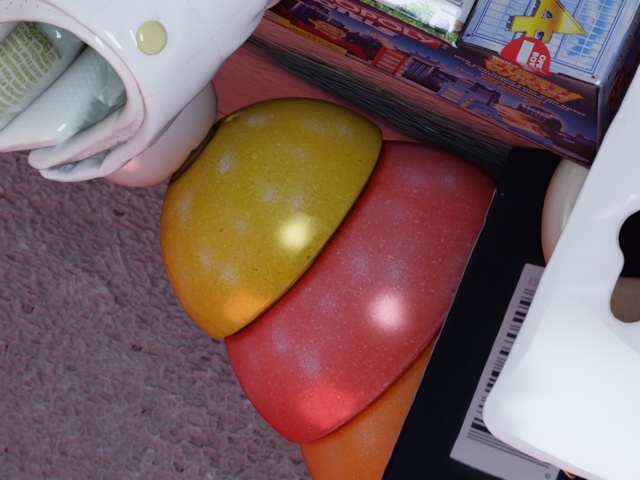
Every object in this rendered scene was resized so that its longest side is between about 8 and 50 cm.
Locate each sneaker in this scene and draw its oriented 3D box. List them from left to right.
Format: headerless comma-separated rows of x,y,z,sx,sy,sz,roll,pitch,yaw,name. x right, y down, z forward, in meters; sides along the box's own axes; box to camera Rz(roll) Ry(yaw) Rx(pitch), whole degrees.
-0.094,-0.109,0.660,0.108,0.169,0.292,50,163,-22,sneaker

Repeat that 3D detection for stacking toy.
0.000,0.000,1.389,0.480,0.350,0.350,41,173,-14,stacking toy

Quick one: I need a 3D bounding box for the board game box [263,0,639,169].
0.067,-0.102,0.773,0.194,0.060,0.194,25,176,-3,board game box

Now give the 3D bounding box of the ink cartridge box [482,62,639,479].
0.259,0.064,0.733,0.353,0.207,0.119,25,176,4,ink cartridge box

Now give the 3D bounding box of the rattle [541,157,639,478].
0.149,0.023,0.945,0.130,0.200,0.143,26,177,-22,rattle

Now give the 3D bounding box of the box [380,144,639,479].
0.271,0.149,1.194,0.395,0.293,0.212,26,173,-34,box
